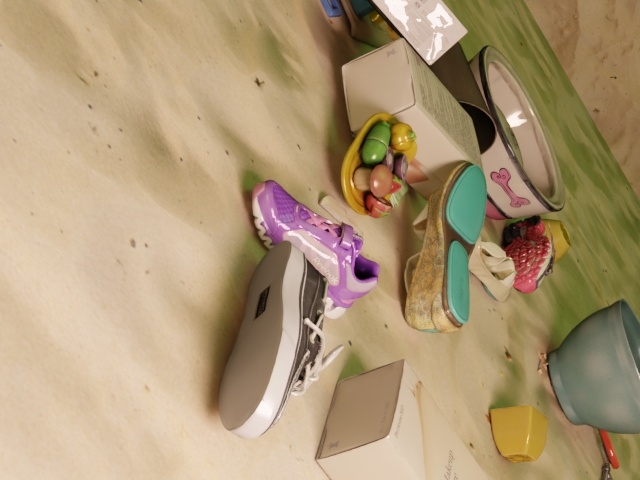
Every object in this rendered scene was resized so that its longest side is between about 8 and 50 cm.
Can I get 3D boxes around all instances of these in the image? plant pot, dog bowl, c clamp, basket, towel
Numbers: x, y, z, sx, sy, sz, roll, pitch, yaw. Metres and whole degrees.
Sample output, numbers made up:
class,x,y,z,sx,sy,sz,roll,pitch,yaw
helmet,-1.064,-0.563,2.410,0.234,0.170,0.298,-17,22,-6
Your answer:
class,x,y,z,sx,sy,sz,roll,pitch,yaw
plant pot,0.553,0.000,2.405,0.134,0.095,0.134,44,33,-38
dog bowl,0.402,-0.228,2.251,0.408,0.150,0.408,44,33,-38
plant pot,0.354,0.350,1.761,0.081,0.081,0.083,39,49,-44
c clamp,0.637,0.550,2.196,0.137,0.022,0.160,66,24,-12
plant pot,0.623,0.298,2.167,0.293,0.196,0.293,46,31,-39
basket,0.251,-0.304,2.034,0.204,0.154,0.227,23,42,-35
towel,0.113,-0.142,1.774,0.152,0.023,0.113,60,27,-12

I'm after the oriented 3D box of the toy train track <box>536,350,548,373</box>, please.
class,x,y,z,sx,sy,sz,roll,pitch,yaw
toy train track,0.484,0.267,2.144,0.048,0.014,0.083,62,27,-9

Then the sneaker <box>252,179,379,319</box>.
class,x,y,z,sx,sy,sz,roll,pitch,yaw
sneaker,0.000,0.000,1.350,0.236,0.105,0.095,51,31,-27

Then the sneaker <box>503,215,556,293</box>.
class,x,y,z,sx,sy,sz,roll,pitch,yaw
sneaker,0.473,0.043,2.187,0.112,0.121,0.299,63,23,-14

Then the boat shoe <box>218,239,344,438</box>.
class,x,y,z,sx,sy,sz,roll,pitch,yaw
boat shoe,-0.040,0.126,1.160,0.105,0.113,0.306,39,25,-19

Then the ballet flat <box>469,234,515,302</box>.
class,x,y,z,sx,sy,sz,roll,pitch,yaw
ballet flat,0.346,0.053,1.985,0.248,0.086,0.086,37,38,-46

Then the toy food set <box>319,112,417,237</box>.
class,x,y,z,sx,sy,sz,roll,pitch,yaw
toy food set,0.101,-0.105,1.561,0.128,0.071,0.218,50,60,-38

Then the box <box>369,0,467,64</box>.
class,x,y,z,sx,sy,sz,roll,pitch,yaw
box,0.145,-0.433,1.778,0.169,0.087,0.290,44,11,-24

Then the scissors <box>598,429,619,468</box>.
class,x,y,z,sx,sy,sz,roll,pitch,yaw
scissors,0.636,0.385,2.295,0.109,0.021,0.297,41,32,-70

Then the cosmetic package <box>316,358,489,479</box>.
class,x,y,z,sx,sy,sz,roll,pitch,yaw
cosmetic package,0.133,0.330,1.317,0.309,0.113,0.160,56,28,-23

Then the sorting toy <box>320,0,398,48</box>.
class,x,y,z,sx,sy,sz,roll,pitch,yaw
sorting toy,0.085,-0.490,1.983,0.348,0.047,0.196,0,69,-62

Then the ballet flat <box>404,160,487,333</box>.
class,x,y,z,sx,sy,sz,roll,pitch,yaw
ballet flat,0.205,0.008,1.687,0.123,0.123,0.348,45,44,-36

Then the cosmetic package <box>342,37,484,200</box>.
class,x,y,z,sx,sy,sz,roll,pitch,yaw
cosmetic package,0.170,-0.208,1.771,0.296,0.129,0.153,38,39,-50
